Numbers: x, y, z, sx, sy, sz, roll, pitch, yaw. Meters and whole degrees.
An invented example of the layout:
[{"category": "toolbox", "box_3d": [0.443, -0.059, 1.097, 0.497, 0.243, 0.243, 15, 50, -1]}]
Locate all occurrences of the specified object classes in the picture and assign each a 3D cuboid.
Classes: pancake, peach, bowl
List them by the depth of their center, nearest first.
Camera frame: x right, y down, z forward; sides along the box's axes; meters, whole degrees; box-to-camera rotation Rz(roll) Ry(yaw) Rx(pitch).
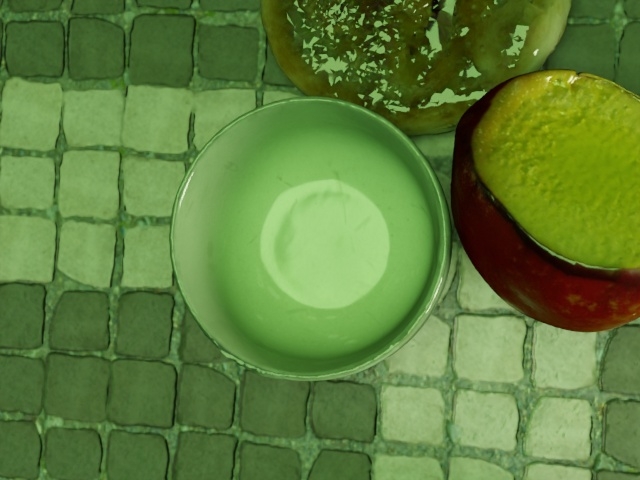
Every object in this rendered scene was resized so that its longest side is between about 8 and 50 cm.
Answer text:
[{"category": "peach", "box_3d": [0.251, -0.038, 1.360, 0.274, 0.248, 0.245, 41, 132, 5]}, {"category": "bowl", "box_3d": [0.000, 0.000, 1.452, 0.307, 0.163, 0.307, 0, 88, 13]}, {"category": "pancake", "box_3d": [0.107, -0.306, 1.478, 0.387, 0.082, 0.387, 0, 89, 13]}]
